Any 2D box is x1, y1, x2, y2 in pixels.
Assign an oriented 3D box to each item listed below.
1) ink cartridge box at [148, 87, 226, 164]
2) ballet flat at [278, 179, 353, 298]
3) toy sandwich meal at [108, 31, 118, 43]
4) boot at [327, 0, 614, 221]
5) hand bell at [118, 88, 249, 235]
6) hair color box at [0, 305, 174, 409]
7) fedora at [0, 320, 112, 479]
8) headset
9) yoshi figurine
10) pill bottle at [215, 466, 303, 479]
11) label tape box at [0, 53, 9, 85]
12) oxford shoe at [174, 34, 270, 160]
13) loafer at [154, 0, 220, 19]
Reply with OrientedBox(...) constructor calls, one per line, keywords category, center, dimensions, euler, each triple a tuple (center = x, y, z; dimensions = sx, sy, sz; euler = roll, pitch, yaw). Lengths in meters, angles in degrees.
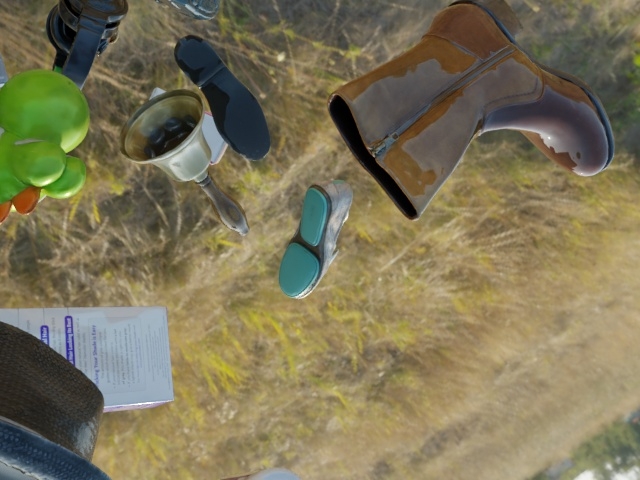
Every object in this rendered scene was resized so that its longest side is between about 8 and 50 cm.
OrientedBox(category="ink cartridge box", center=(-0.337, -0.288, 1.813), dimensions=(0.283, 0.207, 0.117), euler=(-134, -111, -81))
OrientedBox(category="ballet flat", center=(0.000, 0.000, 1.464), dimensions=(0.106, 0.107, 0.316), euler=(-27, 152, -40))
OrientedBox(category="toy sandwich meal", center=(-0.518, -0.499, 1.662), dimensions=(0.085, 0.086, 0.029), euler=(-60, 178, 42))
OrientedBox(category="boot", center=(0.174, -0.114, 0.738), dimensions=(0.280, 0.264, 0.096), euler=(-45, -167, -34))
OrientedBox(category="hand bell", center=(-0.163, -0.084, 0.993), dimensions=(0.126, 0.126, 0.242), euler=(-36, 139, -2))
OrientedBox(category="hair color box", center=(-0.448, 0.220, 1.269), dimensions=(0.339, 0.185, 0.110), euler=(4, 160, -35))
OrientedBox(category="fedora", center=(-0.337, 0.173, 0.683), dimensions=(0.334, 0.152, 0.334), euler=(5, 137, 5))
OrientedBox(category="headset", center=(-0.471, -0.467, 1.493), dimensions=(0.185, 0.394, 0.243), euler=(17, 163, -29))
OrientedBox(category="yoshi figurine", center=(-0.433, -0.141, 0.915), dimensions=(0.203, 0.362, 0.202), euler=(-28, 122, -58))
OrientedBox(category="pill bottle", center=(-0.153, 0.557, 1.415), dimensions=(0.169, 0.169, 0.301), euler=(-17, 170, -37))
OrientedBox(category="label tape box", center=(-0.847, -0.483, 1.526), dimensions=(0.249, 0.347, 0.115), euler=(-7, -166, 30))
OrientedBox(category="oxford shoe", center=(-0.142, -0.220, 1.069), dimensions=(0.076, 0.212, 0.076), euler=(-30, -161, 4))
OrientedBox(category="loafer", center=(-0.208, -0.324, 0.797), dimensions=(0.267, 0.084, 0.096), euler=(26, 72, -69))
